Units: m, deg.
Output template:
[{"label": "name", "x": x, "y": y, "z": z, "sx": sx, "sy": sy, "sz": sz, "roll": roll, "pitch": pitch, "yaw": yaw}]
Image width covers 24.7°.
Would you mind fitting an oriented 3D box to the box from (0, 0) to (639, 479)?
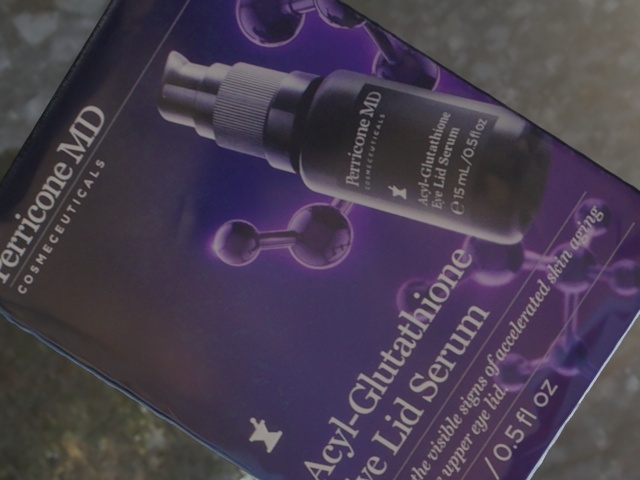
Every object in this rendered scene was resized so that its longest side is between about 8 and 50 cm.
[{"label": "box", "x": 0.000, "y": 0.000, "z": 0.526, "sx": 0.153, "sy": 0.207, "sz": 0.108, "roll": -59, "pitch": -179, "yaw": 6}]
